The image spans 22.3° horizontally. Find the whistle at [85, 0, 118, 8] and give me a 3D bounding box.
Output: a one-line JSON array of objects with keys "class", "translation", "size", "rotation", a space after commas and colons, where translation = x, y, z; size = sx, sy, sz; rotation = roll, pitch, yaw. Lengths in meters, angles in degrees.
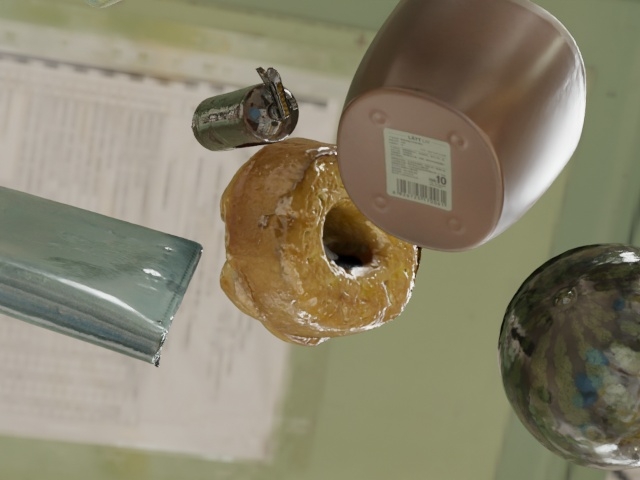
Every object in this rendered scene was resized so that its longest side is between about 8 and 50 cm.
[{"class": "whistle", "translation": [-0.221, -0.309, 1.873], "size": [0.067, 0.126, 0.258], "rotation": [61, -5, -8]}]

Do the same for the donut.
[{"class": "donut", "translation": [0.000, 0.000, 2.267], "size": [0.150, 0.317, 0.299], "rotation": [-1, -76, 44]}]

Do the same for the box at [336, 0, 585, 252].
[{"class": "box", "translation": [0.161, -0.139, 1.995], "size": [0.216, 0.301, 0.301], "rotation": [-54, 175, -39]}]

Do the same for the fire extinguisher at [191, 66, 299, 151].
[{"class": "fire extinguisher", "translation": [-0.086, -0.153, 1.902], "size": [0.089, 0.072, 0.267], "rotation": [65, -19, -9]}]

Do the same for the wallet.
[{"class": "wallet", "translation": [-0.251, 0.024, 1.587], "size": [0.290, 0.251, 0.054], "rotation": [-75, -177, -75]}]

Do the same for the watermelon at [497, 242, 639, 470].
[{"class": "watermelon", "translation": [0.262, 0.103, 1.462], "size": [0.212, 0.212, 0.212], "rotation": [-172, -90, -74]}]
